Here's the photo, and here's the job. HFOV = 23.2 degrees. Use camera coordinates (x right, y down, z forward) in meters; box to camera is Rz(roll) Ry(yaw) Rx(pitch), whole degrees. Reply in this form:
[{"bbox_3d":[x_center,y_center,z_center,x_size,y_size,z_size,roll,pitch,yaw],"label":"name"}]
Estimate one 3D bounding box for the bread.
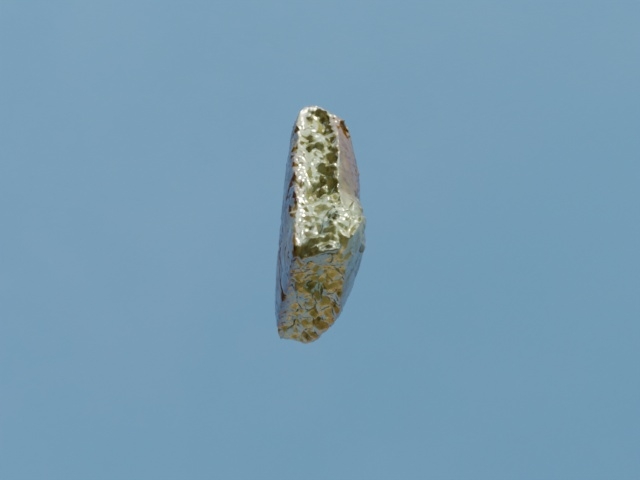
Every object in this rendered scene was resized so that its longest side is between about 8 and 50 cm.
[{"bbox_3d":[-0.003,0.011,0.972,0.054,0.154,0.136,9,-56,-4],"label":"bread"}]
